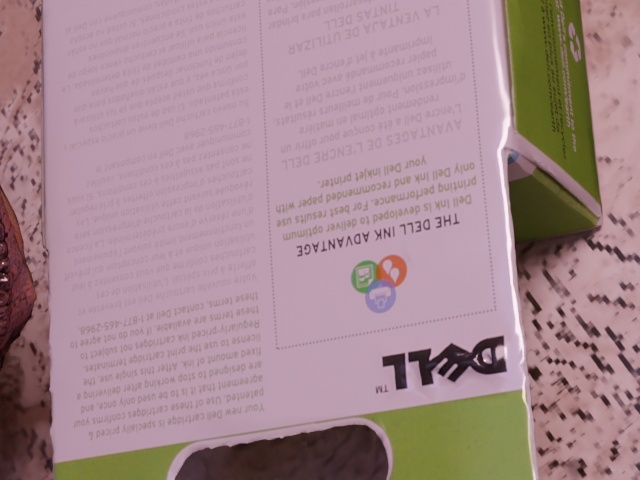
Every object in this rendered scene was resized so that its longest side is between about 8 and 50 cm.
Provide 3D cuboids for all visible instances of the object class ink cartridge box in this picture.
[{"bbox_3d":[0.000,0.000,0.599,0.189,0.097,0.255,-12,71,25],"label":"ink cartridge box"}]

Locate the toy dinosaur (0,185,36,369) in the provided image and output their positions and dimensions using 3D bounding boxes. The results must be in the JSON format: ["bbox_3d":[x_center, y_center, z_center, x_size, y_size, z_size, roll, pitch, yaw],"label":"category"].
[{"bbox_3d":[-0.161,0.037,0.619,0.200,0.127,0.295,62,141,26],"label":"toy dinosaur"}]
